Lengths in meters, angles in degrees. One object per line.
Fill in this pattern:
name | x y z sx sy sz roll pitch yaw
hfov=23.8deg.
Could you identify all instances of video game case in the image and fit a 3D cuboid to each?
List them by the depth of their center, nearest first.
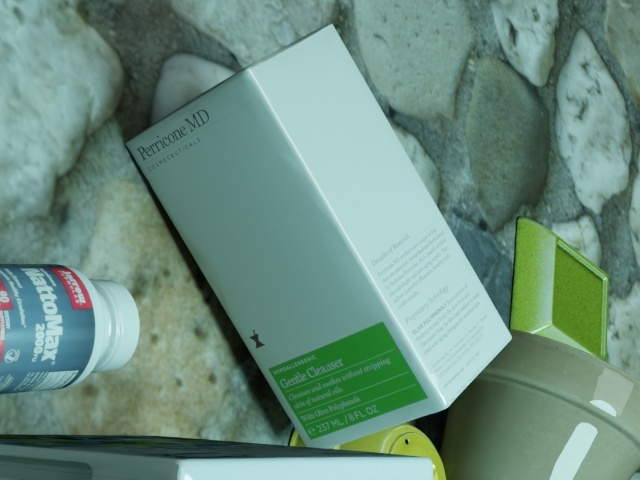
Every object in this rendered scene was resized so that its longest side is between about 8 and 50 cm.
video game case | -0.121 0.178 1.192 0.329 0.300 0.036 11 81 -55

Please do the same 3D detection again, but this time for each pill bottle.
pill bottle | -0.243 0.072 1.265 0.180 0.108 0.108 0 76 -51

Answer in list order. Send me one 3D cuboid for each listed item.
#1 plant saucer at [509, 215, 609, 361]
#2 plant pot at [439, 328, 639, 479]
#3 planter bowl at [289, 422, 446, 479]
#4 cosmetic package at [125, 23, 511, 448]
plant saucer | 0.325 0.082 1.997 0.188 0.045 0.188 33 53 -39
plant pot | 0.226 0.254 1.686 0.263 0.263 0.229 40 68 -35
planter bowl | 0.068 0.256 1.586 0.217 0.090 0.217 21 61 -44
cosmetic package | 0.000 0.000 1.488 0.365 0.197 0.155 58 42 -5
